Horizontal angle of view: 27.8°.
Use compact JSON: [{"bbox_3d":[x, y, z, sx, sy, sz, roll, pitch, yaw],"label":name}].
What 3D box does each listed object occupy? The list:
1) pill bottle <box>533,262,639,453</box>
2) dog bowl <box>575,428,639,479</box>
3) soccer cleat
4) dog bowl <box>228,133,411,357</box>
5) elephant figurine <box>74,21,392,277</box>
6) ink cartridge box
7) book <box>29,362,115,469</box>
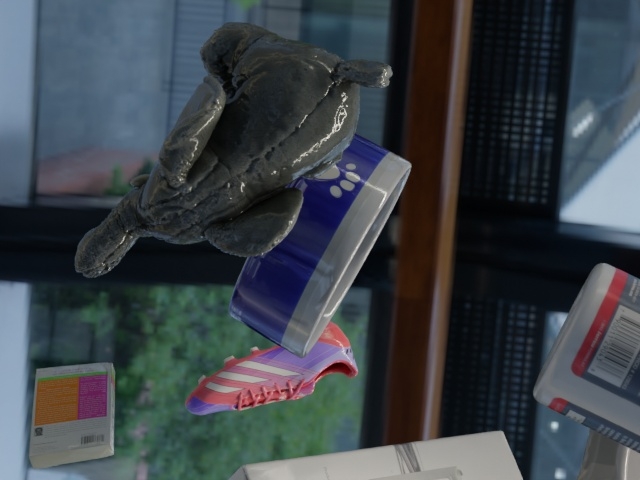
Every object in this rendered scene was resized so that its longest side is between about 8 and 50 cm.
[{"bbox_3d":[0.247,0.100,0.877,0.108,0.180,0.108,-61,171,-17],"label":"pill bottle"},{"bbox_3d":[0.433,0.310,1.535,0.102,0.349,0.348,-24,-128,55],"label":"dog bowl"},{"bbox_3d":[-0.066,0.192,1.793,0.095,0.248,0.083,59,-22,17],"label":"soccer cleat"},{"bbox_3d":[0.000,0.000,1.527,0.265,0.104,0.265,-60,175,-9],"label":"dog bowl"},{"bbox_3d":[-0.080,-0.057,1.087,0.239,0.169,0.186,-49,162,-26],"label":"elephant figurine"},{"bbox_3d":[0.028,0.279,1.181,0.207,0.283,0.117,-51,-130,46],"label":"ink cartridge box"},{"bbox_3d":[-0.297,0.207,1.559,0.144,0.096,0.035,-100,-179,-54],"label":"book"}]
